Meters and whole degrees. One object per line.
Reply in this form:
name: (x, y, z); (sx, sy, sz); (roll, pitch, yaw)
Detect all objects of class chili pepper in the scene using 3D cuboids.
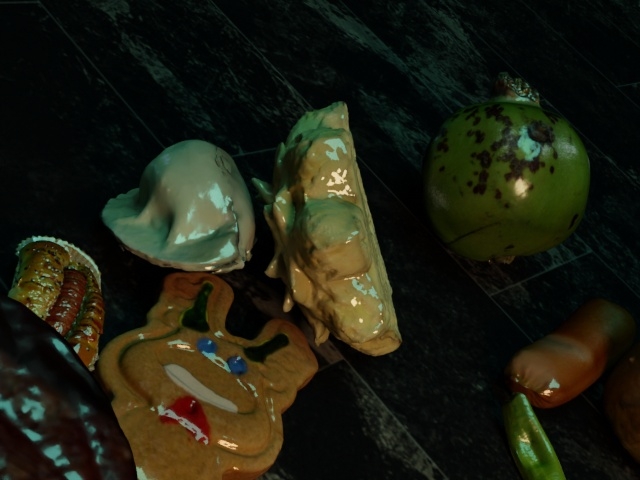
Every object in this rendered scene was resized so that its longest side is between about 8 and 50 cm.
chili pepper: (0.259, 0.269, 1.252); (0.050, 0.052, 0.202); (44, 17, -46)

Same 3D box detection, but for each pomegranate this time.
pomegranate: (0.259, -0.100, 1.522); (0.254, 0.271, 0.254); (5, 7, -1)

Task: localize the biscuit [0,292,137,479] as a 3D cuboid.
biscuit: (-0.337, 0.181, 0.819); (0.407, 0.091, 0.407); (24, 37, -19)

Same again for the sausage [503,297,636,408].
sausage: (0.336, 0.152, 1.436); (0.089, 0.083, 0.300); (37, 35, 23)

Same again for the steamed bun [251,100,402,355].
steamed bun: (0.000, 0.000, 1.242); (0.137, 0.295, 0.292); (-12, 13, 3)

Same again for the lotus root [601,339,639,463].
lotus root: (0.524, 0.209, 1.404); (0.316, 0.250, 0.316); (14, 56, -22)

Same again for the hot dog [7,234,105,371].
hot dog: (-0.260, 0.069, 1.059); (0.099, 0.053, 0.192); (15, 38, -20)

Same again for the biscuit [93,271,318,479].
biscuit: (-0.120, 0.148, 1.087); (0.202, 0.047, 0.334); (34, 34, -1)

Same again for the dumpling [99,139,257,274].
dumpling: (-0.161, -0.034, 1.217); (0.172, 0.142, 0.247); (-6, 26, -7)
